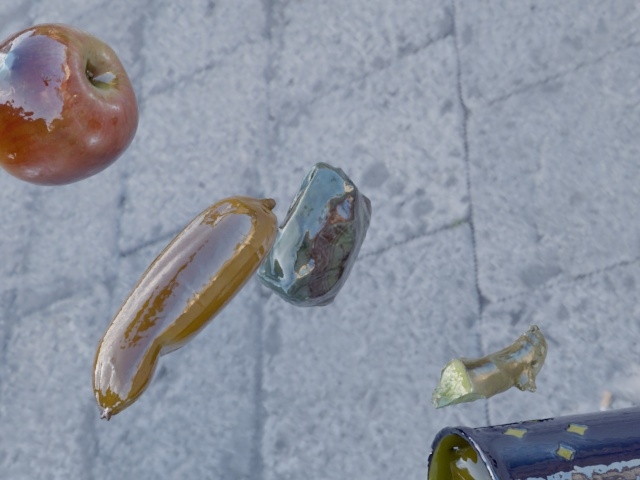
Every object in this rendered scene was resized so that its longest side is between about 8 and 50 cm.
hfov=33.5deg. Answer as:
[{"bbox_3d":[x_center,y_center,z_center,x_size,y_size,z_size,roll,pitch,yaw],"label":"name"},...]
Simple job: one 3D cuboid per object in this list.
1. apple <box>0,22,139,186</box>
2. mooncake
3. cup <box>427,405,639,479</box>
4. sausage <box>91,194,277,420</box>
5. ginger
[{"bbox_3d":[-0.304,-0.150,1.197,0.199,0.199,0.199,-21,52,31],"label":"apple"},{"bbox_3d":[0.000,0.000,0.982,0.073,0.125,0.129,24,86,10],"label":"mooncake"},{"bbox_3d":[0.217,0.211,0.864,0.255,0.256,0.178,-151,58,-70],"label":"cup"},{"bbox_3d":[-0.088,0.034,0.673,0.183,0.054,0.062,-50,10,-22],"label":"sausage"},{"bbox_3d":[0.171,0.129,1.053,0.137,0.044,0.057,-18,27,-19],"label":"ginger"}]
